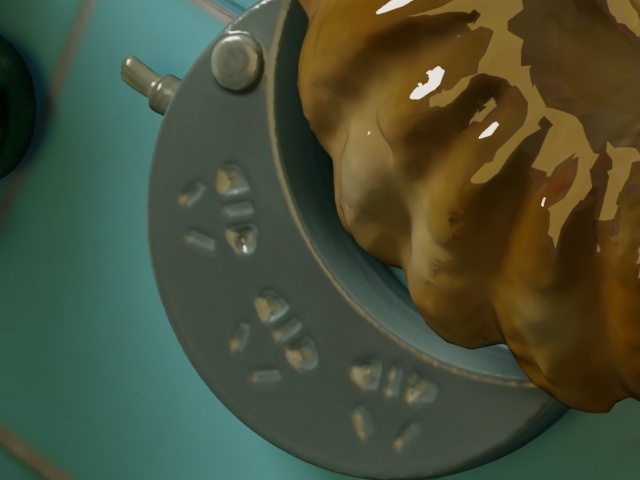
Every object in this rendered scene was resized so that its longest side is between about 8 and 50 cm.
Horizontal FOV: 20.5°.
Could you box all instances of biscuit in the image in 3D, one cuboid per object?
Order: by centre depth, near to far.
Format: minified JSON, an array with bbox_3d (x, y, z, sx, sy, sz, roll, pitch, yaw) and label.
[{"bbox_3d":[0.138,-0.091,0.656,0.325,0.107,0.326,0,89,20],"label":"biscuit"}]

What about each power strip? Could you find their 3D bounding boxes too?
[{"bbox_3d":[0.000,0.000,0.786,0.167,0.054,0.253,-42,78,23],"label":"power strip"}]

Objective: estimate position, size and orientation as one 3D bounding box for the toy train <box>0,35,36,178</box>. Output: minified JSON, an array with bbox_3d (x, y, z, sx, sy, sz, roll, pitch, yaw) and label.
[{"bbox_3d":[-0.293,-0.137,0.855,0.249,0.178,0.429,1,96,36],"label":"toy train"}]
